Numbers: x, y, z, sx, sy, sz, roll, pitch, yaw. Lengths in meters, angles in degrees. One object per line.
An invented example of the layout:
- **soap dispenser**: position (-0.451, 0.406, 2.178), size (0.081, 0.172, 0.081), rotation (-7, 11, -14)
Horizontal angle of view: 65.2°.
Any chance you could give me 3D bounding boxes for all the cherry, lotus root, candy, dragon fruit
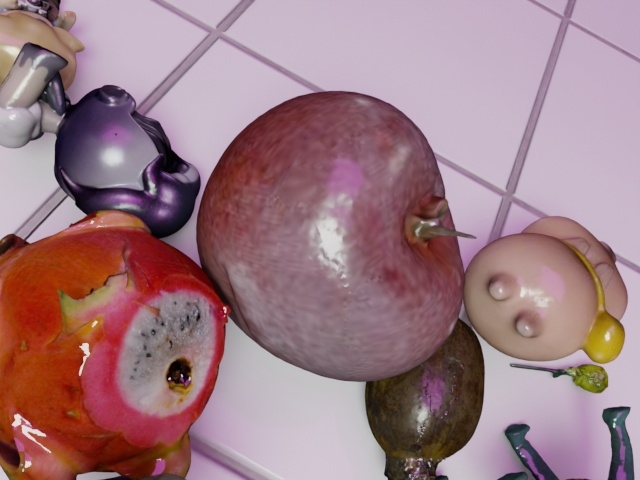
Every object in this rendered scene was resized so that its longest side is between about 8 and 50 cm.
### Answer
- **cherry**: position (0.000, 0.000, 0.473), size (0.221, 0.307, 0.261), rotation (-29, 106, -37)
- **lotus root**: position (0.108, 0.154, 0.523), size (0.120, 0.120, 0.210), rotation (22, 56, -4)
- **candy**: position (0.295, 0.165, 0.620), size (0.122, 0.035, 0.035), rotation (9, 79, -3)
- **dragon fruit**: position (-0.193, 0.088, 0.415), size (0.224, 0.227, 0.224), rotation (14, 72, -48)

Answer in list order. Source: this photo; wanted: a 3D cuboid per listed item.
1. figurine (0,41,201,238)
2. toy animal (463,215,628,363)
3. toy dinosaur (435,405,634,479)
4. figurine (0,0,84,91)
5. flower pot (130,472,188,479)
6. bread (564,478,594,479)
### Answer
- **figurine**: position (-0.231, -0.091, 0.530), size (0.222, 0.145, 0.145), rotation (32, 58, -19)
- **toy animal**: position (0.250, 0.057, 0.556), size (0.248, 0.149, 0.165), rotation (2, 65, -56)
- **toy dinosaur**: position (0.251, 0.362, 0.476), size (0.383, 0.129, 0.331), rotation (-16, 78, -22)
- **figurine**: position (-0.353, -0.252, 0.608), size (0.114, 0.108, 0.196), rotation (19, 49, -35)
- **flower pot**: position (-0.210, 0.299, 0.261), size (0.367, 0.164, 0.254), rotation (-17, 77, 3)
- **bread**: position (0.261, 0.382, 0.366), size (0.185, 0.109, 0.381), rotation (16, 68, -25)
